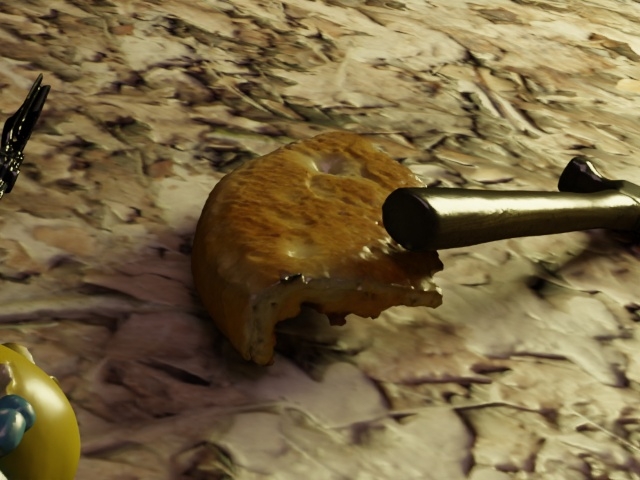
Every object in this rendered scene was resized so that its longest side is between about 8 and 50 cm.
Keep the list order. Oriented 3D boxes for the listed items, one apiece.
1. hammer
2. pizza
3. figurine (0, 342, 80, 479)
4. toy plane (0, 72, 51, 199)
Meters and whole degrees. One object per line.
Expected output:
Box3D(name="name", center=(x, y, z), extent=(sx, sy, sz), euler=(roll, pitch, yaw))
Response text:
Box3D(name="hammer", center=(0.178, -0.021, 1.274), extent=(0.168, 0.044, 0.440), euler=(30, 18, 30))
Box3D(name="pizza", center=(0.000, 0.000, 1.180), extent=(0.182, 0.074, 0.365), euler=(12, 23, -1))
Box3D(name="figurine", center=(-0.210, 0.117, 0.759), extent=(0.185, 0.127, 0.234), euler=(3, 35, -6))
Box3D(name="toy plane", center=(-0.288, -0.061, 1.131), extent=(0.155, 0.106, 0.381), euler=(23, 17, -10))
